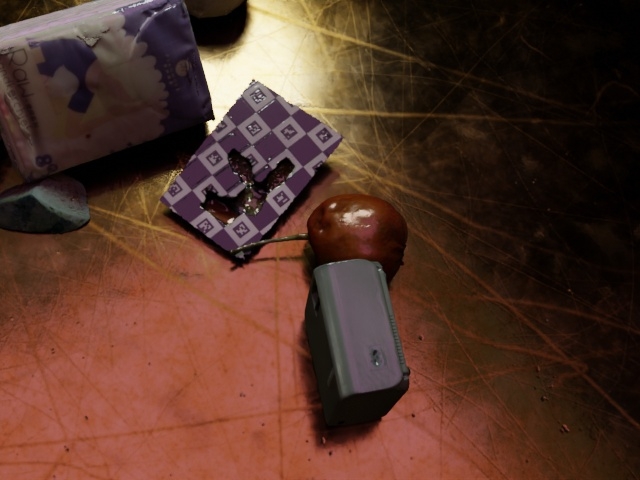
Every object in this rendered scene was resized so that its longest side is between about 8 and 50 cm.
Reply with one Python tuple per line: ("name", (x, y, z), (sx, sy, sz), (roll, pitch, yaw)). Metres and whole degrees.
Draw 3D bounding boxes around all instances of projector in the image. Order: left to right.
("projector", (0.050, 0.157, 1.468), (0.108, 0.250, 0.198), (-10, 70, -8))

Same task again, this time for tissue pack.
("tissue pack", (-0.366, -0.259, 1.592), (0.344, 0.242, 0.125), (-19, 34, -12))

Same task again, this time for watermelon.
("watermelon", (-0.477, -0.065, 1.615), (0.180, 0.081, 0.094), (-10, 45, -15))

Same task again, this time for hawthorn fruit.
("hawthorn fruit", (0.000, 0.000, 1.598), (0.285, 0.165, 0.165), (0, 68, 13))

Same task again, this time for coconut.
("coconut", (-0.200, -0.473, 1.738), (0.161, 0.161, 0.162), (21, 88, 3))

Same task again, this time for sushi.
("sushi", (-0.117, -0.115, 1.666), (0.192, 0.043, 0.279), (34, 76, 7))

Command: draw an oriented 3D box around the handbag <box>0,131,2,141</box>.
("handbag", (-0.636, -0.215, 1.629), (0.241, 0.109, 0.315), (17, 65, 2))
